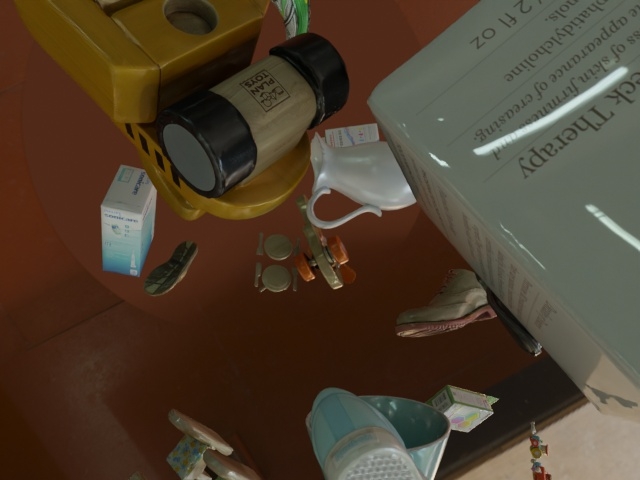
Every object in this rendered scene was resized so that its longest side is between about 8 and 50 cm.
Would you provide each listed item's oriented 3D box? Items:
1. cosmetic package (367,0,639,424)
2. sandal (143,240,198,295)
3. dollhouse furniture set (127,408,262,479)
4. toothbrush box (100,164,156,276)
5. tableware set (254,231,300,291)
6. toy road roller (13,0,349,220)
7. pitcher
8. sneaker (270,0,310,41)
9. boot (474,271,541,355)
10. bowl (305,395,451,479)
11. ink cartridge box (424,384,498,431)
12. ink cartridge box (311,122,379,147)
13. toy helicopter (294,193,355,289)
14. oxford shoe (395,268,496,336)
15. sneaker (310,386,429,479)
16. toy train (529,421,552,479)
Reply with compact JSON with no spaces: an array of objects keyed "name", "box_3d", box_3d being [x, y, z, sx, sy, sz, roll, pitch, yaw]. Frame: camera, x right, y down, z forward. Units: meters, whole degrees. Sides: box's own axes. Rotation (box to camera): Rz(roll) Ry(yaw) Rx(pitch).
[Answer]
[{"name":"cosmetic package","box_3d":[0.323,-0.062,0.547,0.329,0.327,0.394,-40,64,5]},{"name":"sandal","box_3d":[-0.379,0.078,1.288,0.072,0.049,0.180,25,57,15]},{"name":"dollhouse furniture set","box_3d":[-0.248,0.487,0.722,0.362,0.394,0.256,-54,132,-16]},{"name":"toothbrush box","box_3d":[-0.626,-0.062,1.634,0.126,0.217,0.296,12,133,-12]},{"name":"tableware set","box_3d":[-0.132,0.071,1.492,0.128,0.039,0.194,7,57,-9]},{"name":"toy road roller","box_3d":[-0.154,-0.167,0.567,0.329,0.240,0.202,46,58,2]},{"name":"pitcher","box_3d":[0.079,-0.100,0.916,0.206,0.125,0.178,8,80,-9]},{"name":"sneaker","box_3d":[-0.105,-0.759,1.535,0.146,0.134,0.344,-2,146,3]},{"name":"boot","box_3d":[0.406,0.059,0.879,0.228,0.263,0.091,-33,117,16]},{"name":"bowl","box_3d":[0.123,0.464,1.076,0.311,0.311,0.163,-1,92,-9]},{"name":"ink cartridge box","box_3d":[0.404,0.477,1.391,0.209,0.062,0.109,21,124,-26]},{"name":"ink cartridge box","box_3d":[0.070,-0.253,1.369,0.181,0.061,0.105,-8,83,-1]},{"name":"toy helicopter","box_3d":[0.000,0.000,1.541,0.140,0.355,0.235,-28,142,9]},{"name":"oxford shoe","box_3d":[0.292,0.136,1.132,0.348,0.123,0.130,-8,77,-38]},{"name":"sneaker","box_3d":[0.085,0.335,0.706,0.135,0.150,0.366,-24,125,-7]},{"name":"toy train","box_3d":[0.542,0.538,1.216,0.046,0.166,0.125,1,130,19]}]
